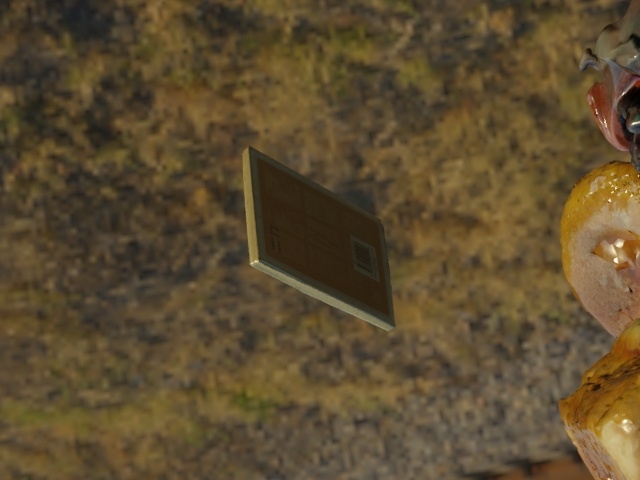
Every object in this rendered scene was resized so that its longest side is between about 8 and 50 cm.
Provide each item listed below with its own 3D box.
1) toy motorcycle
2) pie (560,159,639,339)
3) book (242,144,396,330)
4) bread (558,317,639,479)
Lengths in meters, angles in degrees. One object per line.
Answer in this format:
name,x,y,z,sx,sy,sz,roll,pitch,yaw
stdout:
toy motorcycle,0.235,-0.146,1.113,0.084,0.212,0.118,15,176,-11
pie,0.354,0.042,1.729,0.069,0.273,0.273,-34,178,-25
book,-0.001,0.000,1.992,0.018,0.170,0.242,-32,138,32
bread,0.325,0.217,1.231,0.149,0.344,0.195,-32,-177,-6
